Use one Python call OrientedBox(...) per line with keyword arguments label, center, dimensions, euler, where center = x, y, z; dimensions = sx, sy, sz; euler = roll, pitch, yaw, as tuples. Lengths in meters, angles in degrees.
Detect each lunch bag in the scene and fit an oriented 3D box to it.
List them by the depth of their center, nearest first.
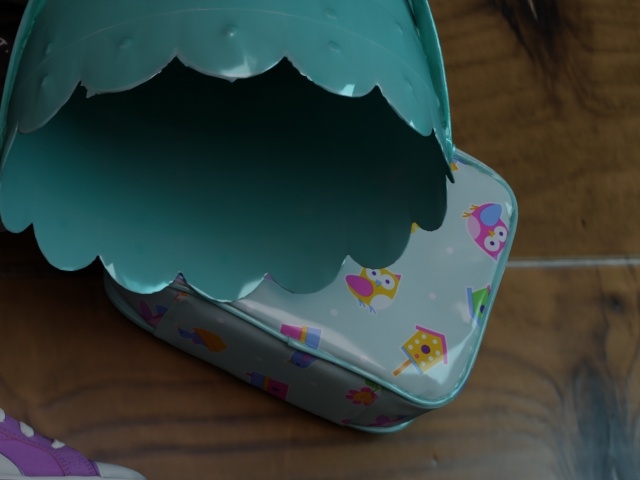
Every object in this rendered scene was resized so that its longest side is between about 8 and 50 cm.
OrientedBox(label="lunch bag", center=(0.000, 0.000, 1.180), dimensions=(0.279, 0.108, 0.224), euler=(25, 61, -9))

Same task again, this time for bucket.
OrientedBox(label="bucket", center=(-0.059, -0.101, 1.000), dimensions=(0.281, 0.281, 0.183), euler=(6, 60, -18))

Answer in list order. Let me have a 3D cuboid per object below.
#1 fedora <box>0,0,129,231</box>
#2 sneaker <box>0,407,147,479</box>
OrientedBox(label="fedora", center=(-0.264, -0.097, 1.110), dimensions=(0.243, 0.124, 0.275), euler=(42, 50, -3))
OrientedBox(label="sneaker", center=(-0.238, 0.113, 1.050), dimensions=(0.282, 0.102, 0.161), euler=(10, 63, -17))
